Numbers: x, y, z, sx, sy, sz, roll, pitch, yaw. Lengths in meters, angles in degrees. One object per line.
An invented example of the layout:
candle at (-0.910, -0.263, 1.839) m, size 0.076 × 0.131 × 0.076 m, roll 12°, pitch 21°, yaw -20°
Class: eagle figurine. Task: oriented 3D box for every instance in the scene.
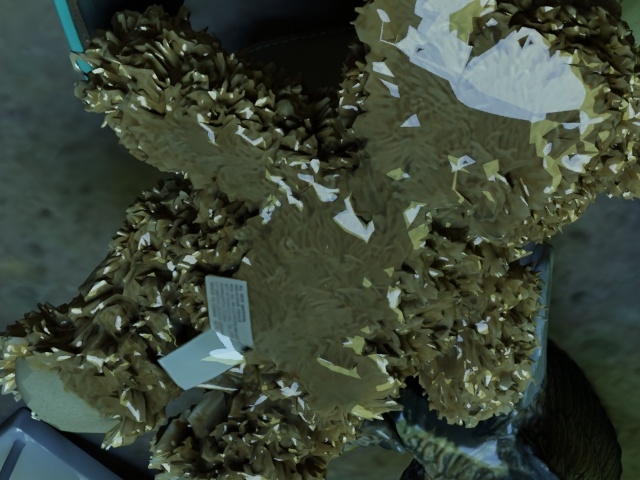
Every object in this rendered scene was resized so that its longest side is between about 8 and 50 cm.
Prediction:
eagle figurine at (0.107, 0.162, 0.932) m, size 0.298 × 0.226 × 0.225 m, roll 42°, pitch 157°, yaw -15°

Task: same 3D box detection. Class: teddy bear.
teddy bear at (0.000, 0.000, 0.696) m, size 0.245 × 0.113 × 0.338 m, roll 23°, pitch 124°, yaw -2°

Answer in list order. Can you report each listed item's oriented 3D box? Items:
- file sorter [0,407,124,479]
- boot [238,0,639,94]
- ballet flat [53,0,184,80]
file sorter at (-0.159, 0.286, 1.038) m, size 0.278 × 0.173 × 0.193 m, roll 39°, pitch 125°, yaw -15°
boot at (0.057, -0.116, 0.721) m, size 0.213 × 0.077 × 0.165 m, roll -5°, pitch 139°, yaw -4°
ballet flat at (-0.093, -0.167, 0.649) m, size 0.096 × 0.095 × 0.280 m, roll -16°, pitch 137°, yaw 8°
